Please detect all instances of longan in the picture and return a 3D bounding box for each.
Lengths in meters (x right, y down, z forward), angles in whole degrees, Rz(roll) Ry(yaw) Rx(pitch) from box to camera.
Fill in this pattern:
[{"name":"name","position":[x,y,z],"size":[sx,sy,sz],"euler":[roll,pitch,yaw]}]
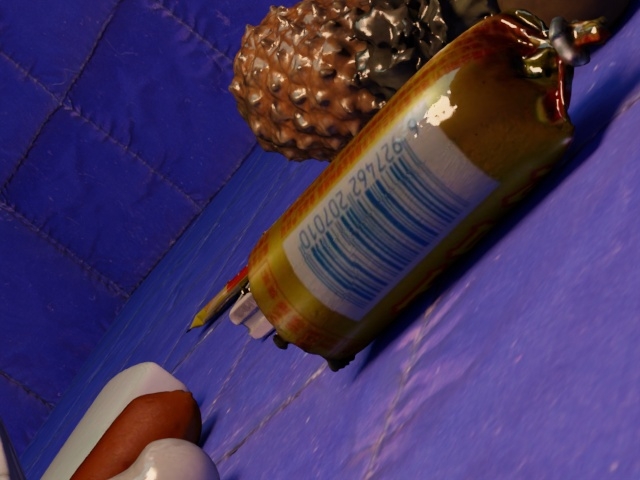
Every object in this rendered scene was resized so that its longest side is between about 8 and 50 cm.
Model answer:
[{"name":"longan","position":[0.194,-0.196,0.966],"size":[0.119,0.106,0.106],"euler":[-11,5,-7]}]

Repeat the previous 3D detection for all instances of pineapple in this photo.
[{"name":"pineapple","position":[0.067,-0.165,1.137],"size":[0.340,0.169,0.169],"euler":[-8,42,50]}]

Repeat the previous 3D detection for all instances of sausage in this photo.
[{"name":"sausage","position":[0.080,-0.049,0.880],"size":[0.317,0.117,0.125],"euler":[-45,26,33]},{"name":"sausage","position":[-0.209,0.257,1.226],"size":[0.089,0.083,0.300],"euler":[6,41,33]}]

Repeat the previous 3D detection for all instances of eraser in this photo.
[{"name":"eraser","position":[-0.266,0.285,1.409],"size":[0.189,0.104,0.290],"euler":[-50,7,49]}]

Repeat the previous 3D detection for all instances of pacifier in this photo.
[{"name":"pacifier","position":[-0.183,0.239,1.019],"size":[0.226,0.238,0.287],"euler":[-22,23,-10]}]

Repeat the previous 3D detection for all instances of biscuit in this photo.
[{"name":"biscuit","position":[-0.112,0.059,1.777],"size":[0.048,0.026,0.292],"euler":[-34,-6,-43]}]

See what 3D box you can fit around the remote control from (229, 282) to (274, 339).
[{"name":"remote control","position":[0.000,0.000,1.306],"size":[0.277,0.055,0.103],"euler":[-43,12,48]}]
